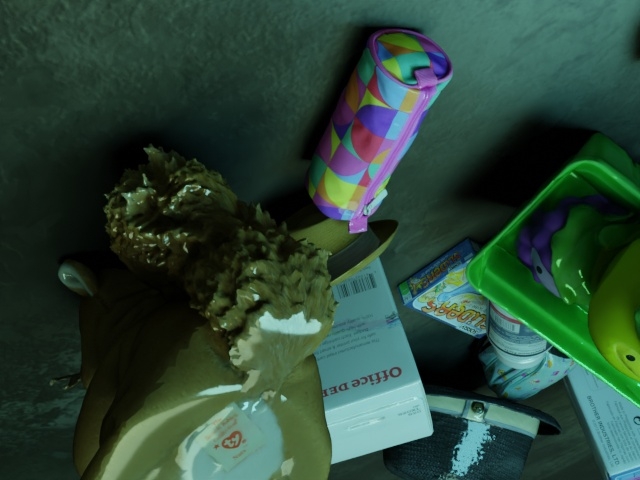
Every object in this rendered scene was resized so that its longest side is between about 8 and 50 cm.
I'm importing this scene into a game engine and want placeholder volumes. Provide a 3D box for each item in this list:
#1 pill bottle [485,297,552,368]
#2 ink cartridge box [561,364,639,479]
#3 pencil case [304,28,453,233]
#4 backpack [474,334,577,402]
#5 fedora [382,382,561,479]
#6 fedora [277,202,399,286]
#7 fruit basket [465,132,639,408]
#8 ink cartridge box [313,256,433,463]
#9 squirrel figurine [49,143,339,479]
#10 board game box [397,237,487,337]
[{"bbox_3d":[0.290,0.107,1.442,0.108,0.108,0.180,-15,146,-2],"label":"pill bottle"},{"bbox_3d":[0.616,0.230,1.663,0.395,0.270,0.151,-21,147,7],"label":"ink cartridge box"},{"bbox_3d":[0.060,-0.119,1.112,0.104,0.104,0.236,-1,141,-21],"label":"pencil case"},{"bbox_3d":[0.337,0.182,1.622,0.152,0.115,0.182,13,139,-38],"label":"backpack"},{"bbox_3d":[0.218,0.333,1.645,0.334,0.152,0.334,12,166,3],"label":"fedora"},{"bbox_3d":[0.000,0.000,1.240,0.194,0.194,0.079,-27,104,15],"label":"fedora"},{"bbox_3d":[0.384,0.077,1.200,0.392,0.392,0.283,10,137,-33],"label":"fruit basket"},{"bbox_3d":[0.033,0.152,1.355,0.171,0.233,0.168,-18,145,3],"label":"ink cartridge box"},{"bbox_3d":[-0.155,0.098,1.157,0.281,0.370,0.397,10,109,-31],"label":"squirrel figurine"},{"bbox_3d":[0.228,0.075,1.499,0.136,0.035,0.201,-37,140,27],"label":"board game box"}]
